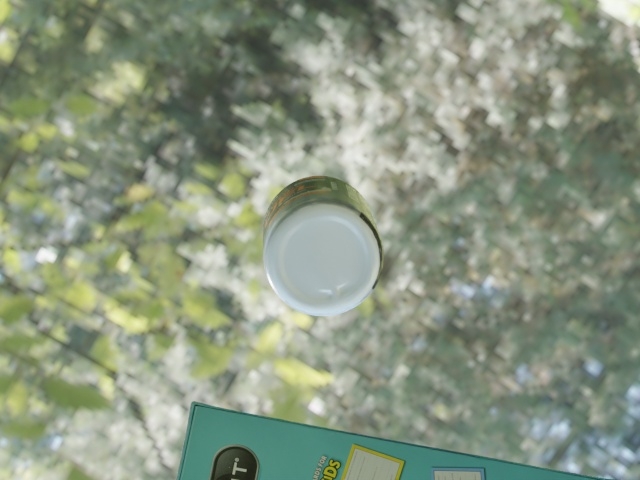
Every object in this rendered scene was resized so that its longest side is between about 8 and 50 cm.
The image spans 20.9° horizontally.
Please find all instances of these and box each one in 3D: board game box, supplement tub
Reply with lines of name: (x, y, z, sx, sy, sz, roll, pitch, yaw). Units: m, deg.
board game box: (0.044, 0.274, 1.267, 0.336, 0.079, 0.254, 11, -123, 0)
supplement tub: (0.000, 0.000, 1.731, 0.117, 0.117, 0.190, 29, -172, -8)
